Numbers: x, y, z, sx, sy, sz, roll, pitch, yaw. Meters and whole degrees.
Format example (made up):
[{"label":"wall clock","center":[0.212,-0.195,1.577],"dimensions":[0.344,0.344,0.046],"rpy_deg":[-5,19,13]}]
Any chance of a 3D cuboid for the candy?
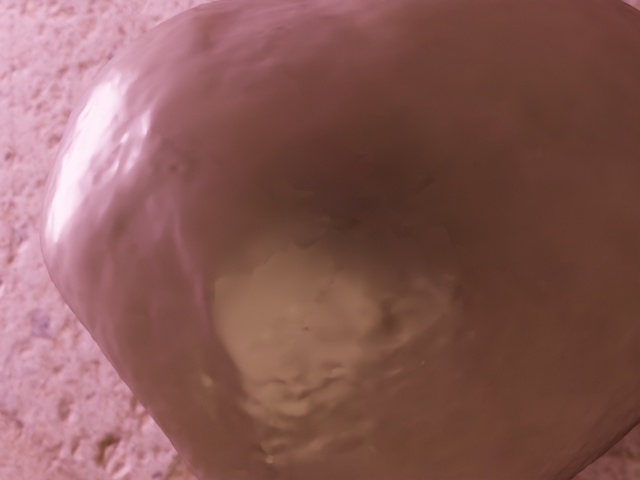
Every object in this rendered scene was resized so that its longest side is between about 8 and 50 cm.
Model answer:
[{"label":"candy","center":[0.052,-0.013,0.997],"dimensions":[0.427,0.186,0.386],"rpy_deg":[-21,70,-9]}]
